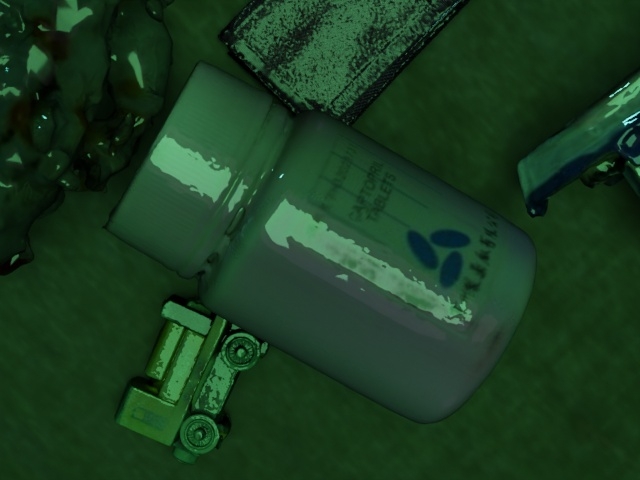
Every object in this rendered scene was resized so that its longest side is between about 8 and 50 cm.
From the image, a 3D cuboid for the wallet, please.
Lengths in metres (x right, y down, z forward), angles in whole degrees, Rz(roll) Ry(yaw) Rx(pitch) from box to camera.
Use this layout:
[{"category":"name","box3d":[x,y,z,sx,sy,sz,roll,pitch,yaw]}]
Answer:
[{"category":"wallet","box3d":[0.024,-0.159,0.931,0.111,0.030,0.166,43,92,-10]}]

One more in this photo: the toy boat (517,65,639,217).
[{"category":"toy boat","box3d":[0.257,-0.079,0.917,0.262,0.114,0.115,-39,86,-3]}]

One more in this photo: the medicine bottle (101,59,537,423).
[{"category":"medicine bottle","box3d":[0.000,0.000,0.890,0.254,0.152,0.152,31,93,-8]}]

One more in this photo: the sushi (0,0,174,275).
[{"category":"sushi","box3d":[-0.287,-0.149,0.831,0.418,0.176,0.417,-1,97,-5]}]

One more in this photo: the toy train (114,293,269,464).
[{"category":"toy train","box3d":[-0.087,0.093,0.947,0.081,0.050,0.122,23,96,0]}]
